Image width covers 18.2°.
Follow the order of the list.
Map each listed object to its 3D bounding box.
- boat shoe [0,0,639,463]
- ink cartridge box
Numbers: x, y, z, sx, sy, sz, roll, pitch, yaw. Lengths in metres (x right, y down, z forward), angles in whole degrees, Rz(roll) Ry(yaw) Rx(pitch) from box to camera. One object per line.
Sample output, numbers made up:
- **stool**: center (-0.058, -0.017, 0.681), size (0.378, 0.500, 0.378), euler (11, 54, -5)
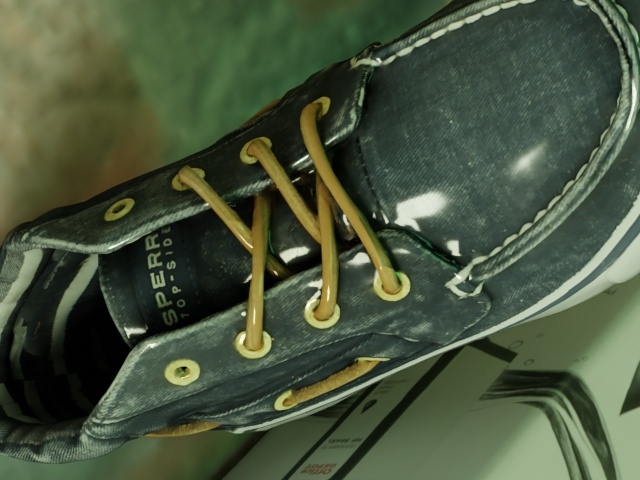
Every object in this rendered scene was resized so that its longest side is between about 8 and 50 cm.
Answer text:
- **boat shoe**: center (0.000, 0.000, 0.392), size (0.083, 0.183, 0.065), euler (-12, 72, -41)
- **ink cartridge box**: center (0.050, 0.099, 0.501), size (0.203, 0.086, 0.148), euler (-44, 120, -35)
